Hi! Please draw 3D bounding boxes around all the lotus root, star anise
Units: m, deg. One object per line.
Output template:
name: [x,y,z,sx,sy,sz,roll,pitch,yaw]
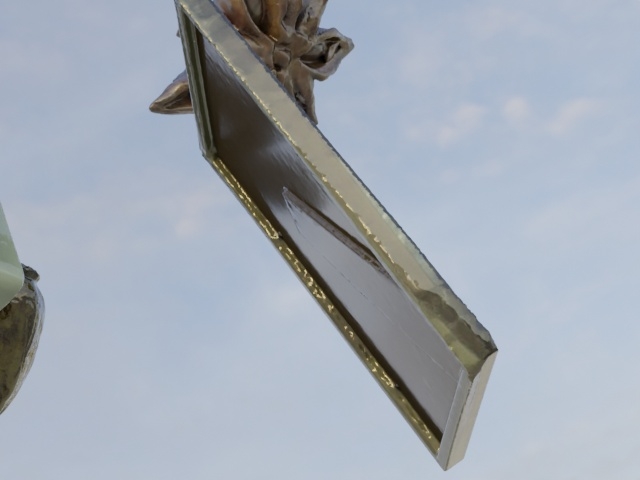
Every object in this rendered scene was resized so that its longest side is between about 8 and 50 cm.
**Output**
lotus root: [-0.352,0.110,1.540,0.080,0.179,0.089,18,0,4]
star anise: [-0.070,-0.231,1.705,0.292,0.109,0.349,20,-93,-57]

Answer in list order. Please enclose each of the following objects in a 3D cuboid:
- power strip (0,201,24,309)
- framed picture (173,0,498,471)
power strip: [-0.399,-0.074,1.477,0.091,0.385,0.062,-40,-39,17]
framed picture: [0.000,0.000,0.768,0.023,0.260,0.189,-34,-21,-14]
